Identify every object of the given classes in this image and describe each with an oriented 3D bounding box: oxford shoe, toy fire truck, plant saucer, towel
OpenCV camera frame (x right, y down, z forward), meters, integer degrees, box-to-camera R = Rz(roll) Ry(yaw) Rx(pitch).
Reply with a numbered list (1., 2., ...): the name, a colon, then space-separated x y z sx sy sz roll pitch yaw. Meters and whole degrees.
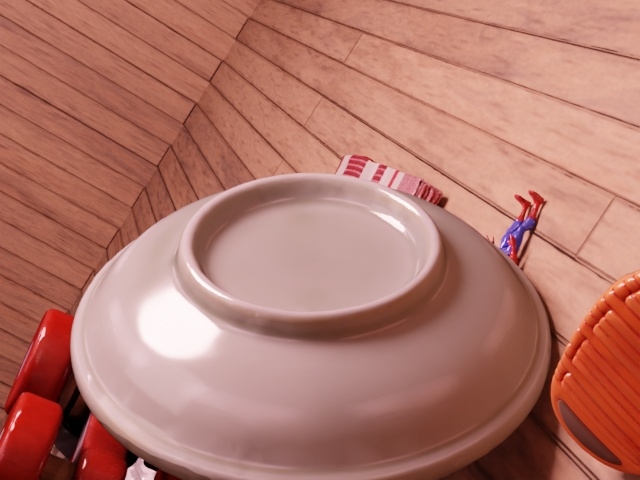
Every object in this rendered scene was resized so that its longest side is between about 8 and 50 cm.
1. oxford shoe: 0.279 0.025 0.702 0.133 0.130 0.364 -32 -14 -45
2. toy fire truck: -0.215 0.224 0.999 0.254 0.169 0.302 -59 15 23
3. plant saucer: -0.007 0.038 0.953 0.400 0.400 0.100 -90 1 -57
4. towel: 0.031 0.014 1.430 0.237 0.037 0.329 -61 17 2

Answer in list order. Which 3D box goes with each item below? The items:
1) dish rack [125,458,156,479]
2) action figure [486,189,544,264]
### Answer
1. dish rack: -0.106 0.248 1.205 0.285 0.072 0.333 -20 21 -3
2. action figure: 0.175 0.007 1.081 0.038 0.030 0.115 -12 52 59
